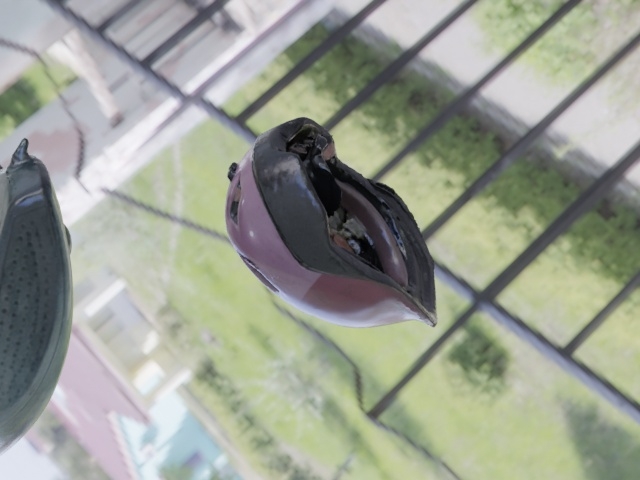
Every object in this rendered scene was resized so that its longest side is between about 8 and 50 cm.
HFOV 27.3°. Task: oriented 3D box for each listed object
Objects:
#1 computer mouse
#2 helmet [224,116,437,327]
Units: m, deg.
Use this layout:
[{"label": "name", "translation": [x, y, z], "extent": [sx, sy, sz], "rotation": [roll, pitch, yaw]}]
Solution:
[{"label": "computer mouse", "translation": [-0.328, 0.076, 1.409], "extent": [0.122, 0.370, 0.188], "rotation": [10, -173, -27]}, {"label": "helmet", "translation": [0.000, 0.000, 1.351], "extent": [0.253, 0.154, 0.198], "rotation": [57, -161, -26]}]
